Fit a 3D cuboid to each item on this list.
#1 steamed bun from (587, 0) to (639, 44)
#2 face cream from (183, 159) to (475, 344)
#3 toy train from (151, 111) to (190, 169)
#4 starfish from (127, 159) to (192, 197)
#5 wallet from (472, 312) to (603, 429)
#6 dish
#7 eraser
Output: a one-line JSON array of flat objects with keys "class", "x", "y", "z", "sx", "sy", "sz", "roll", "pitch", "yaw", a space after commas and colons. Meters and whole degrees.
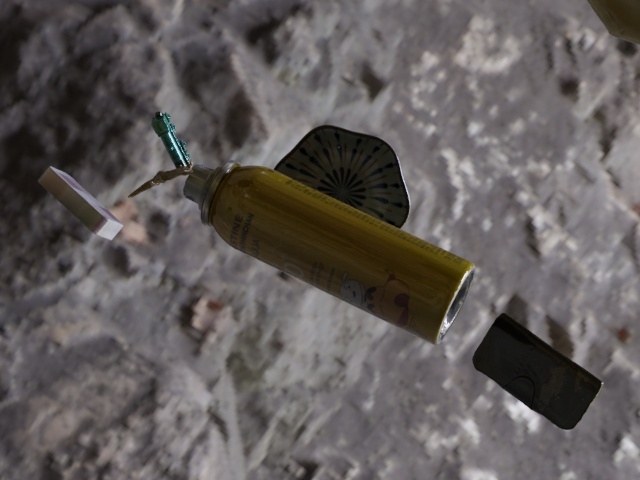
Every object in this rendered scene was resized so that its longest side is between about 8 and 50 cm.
[{"class": "steamed bun", "x": 0.284, "y": -0.386, "z": 1.401, "sx": 0.428, "sy": 0.247, "sz": 0.189, "roll": 58, "pitch": 42, "yaw": -25}, {"class": "face cream", "x": 0.000, "y": 0.000, "z": 1.616, "sx": 0.348, "sy": 0.105, "sz": 0.105, "roll": 26, "pitch": 32, "yaw": 13}, {"class": "toy train", "x": -0.208, "y": -0.138, "z": 1.968, "sx": 0.045, "sy": 0.029, "sz": 0.092, "roll": -97, "pitch": 163, "yaw": -66}, {"class": "starfish", "x": -0.188, "y": -0.072, "z": 1.649, "sx": 0.092, "sy": 0.086, "sz": 0.016, "roll": -30, "pitch": 101, "yaw": -18}, {"class": "wallet", "x": 0.261, "y": 0.161, "z": 1.711, "sx": 0.156, "sy": 0.082, "sz": 0.018, "roll": 37, "pitch": 14, "yaw": 22}, {"class": "dish", "x": 0.026, "y": -0.061, "z": 1.874, "sx": 0.190, "sy": 0.191, "sz": 0.066, "roll": 35, "pitch": 8, "yaw": 0}, {"class": "eraser", "x": -0.288, "y": -0.045, "z": 1.696, "sx": 0.105, "sy": 0.026, "sz": 0.065, "roll": 41, "pitch": 1, "yaw": 16}]
